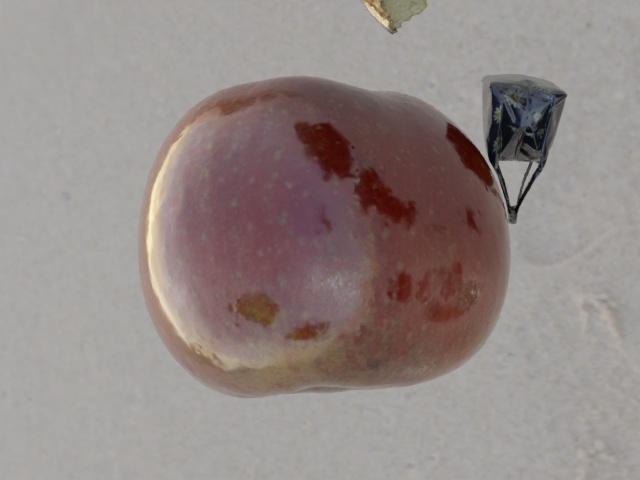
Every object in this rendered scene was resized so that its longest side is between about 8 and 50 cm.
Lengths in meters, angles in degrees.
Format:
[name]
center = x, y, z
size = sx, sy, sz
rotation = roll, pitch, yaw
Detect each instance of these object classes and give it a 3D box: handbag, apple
[handbag]
center = 0.187, -0.084, 1.194
size = 0.115, 0.072, 0.139
rotation = -77, -11, -78
[apple]
center = 0.000, 0.000, 1.155
size = 0.348, 0.348, 0.277
rotation = -12, 79, 47

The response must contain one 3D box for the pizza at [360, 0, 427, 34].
[pizza]
center = 0.022, -0.274, 0.944
size = 0.080, 0.188, 0.204
rotation = -31, 44, -6
